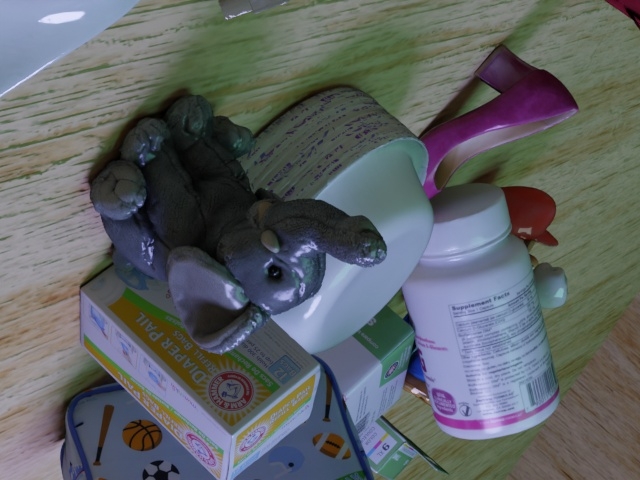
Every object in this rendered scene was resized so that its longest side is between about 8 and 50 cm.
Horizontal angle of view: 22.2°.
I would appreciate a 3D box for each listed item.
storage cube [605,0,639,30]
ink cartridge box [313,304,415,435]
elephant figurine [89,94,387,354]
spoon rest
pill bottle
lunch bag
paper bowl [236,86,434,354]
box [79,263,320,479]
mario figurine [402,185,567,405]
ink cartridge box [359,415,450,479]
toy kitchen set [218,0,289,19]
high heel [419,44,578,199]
[{"bbox_3d":[0.429,-0.336,1.867,0.215,0.184,0.193,-50,160,5],"label":"storage cube"},{"bbox_3d":[-0.025,0.205,2.010,0.278,0.117,0.201,-41,161,-22],"label":"ink cartridge box"},{"bbox_3d":[-0.066,0.009,1.345,0.169,0.239,0.186,-49,161,-1],"label":"elephant figurine"},{"bbox_3d":[-0.196,-0.142,1.011,0.276,0.084,0.137,-42,160,-23],"label":"spoon rest"},{"bbox_3d":[0.187,0.084,1.991,0.160,0.160,0.283,-31,114,-42],"label":"pill bottle"},{"bbox_3d":[-0.099,0.230,1.628,0.303,0.243,0.115,-8,141,-20],"label":"lunch bag"},{"bbox_3d":[0.000,0.000,1.627,0.284,0.148,0.284,-42,161,-18],"label":"paper bowl"},{"bbox_3d":[-0.112,0.104,1.486,0.114,0.203,0.103,-39,159,-28],"label":"box"},{"bbox_3d":[0.218,0.075,2.175,0.320,0.198,0.170,-56,164,2],"label":"mario figurine"},{"bbox_3d":[0.070,0.264,2.193,0.062,0.209,0.109,-49,161,-2],"label":"ink cartridge box"},{"bbox_3d":[-0.046,-0.227,1.272,0.083,0.075,0.068,-18,-154,8],"label":"toy kitchen set"},{"bbox_3d":[0.184,-0.099,1.883,0.244,0.117,0.082,-51,161,5],"label":"high heel"}]
